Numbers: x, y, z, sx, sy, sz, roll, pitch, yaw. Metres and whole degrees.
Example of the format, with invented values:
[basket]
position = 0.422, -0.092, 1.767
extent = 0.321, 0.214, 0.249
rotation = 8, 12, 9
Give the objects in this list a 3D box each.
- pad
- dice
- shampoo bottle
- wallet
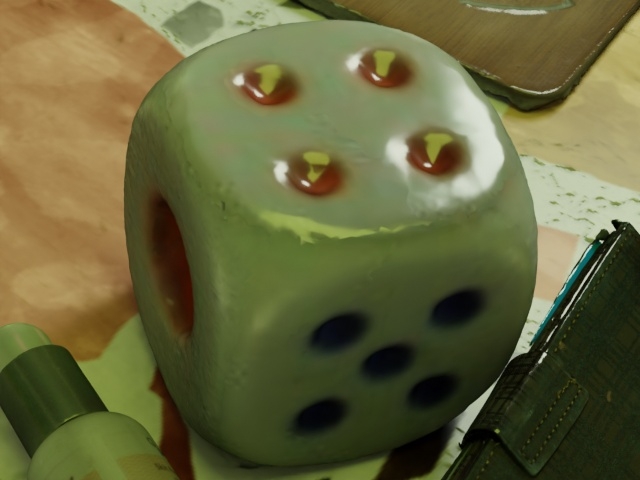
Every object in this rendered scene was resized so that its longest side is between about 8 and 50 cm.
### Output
[pad]
position = 0.120, -0.233, 1.280
extent = 0.284, 0.018, 0.286
rotation = 28, 48, 17
[dice]
position = 0.000, 0.000, 0.904
extent = 0.191, 0.194, 0.193
rotation = -13, 48, -20
[shampoo bottle]
position = -0.124, 0.119, 0.845
extent = 0.074, 0.074, 0.192
rotation = -18, 50, -27
[wallet]
position = 0.153, 0.140, 0.863
extent = 0.169, 0.044, 0.317
rotation = 45, 50, -8
